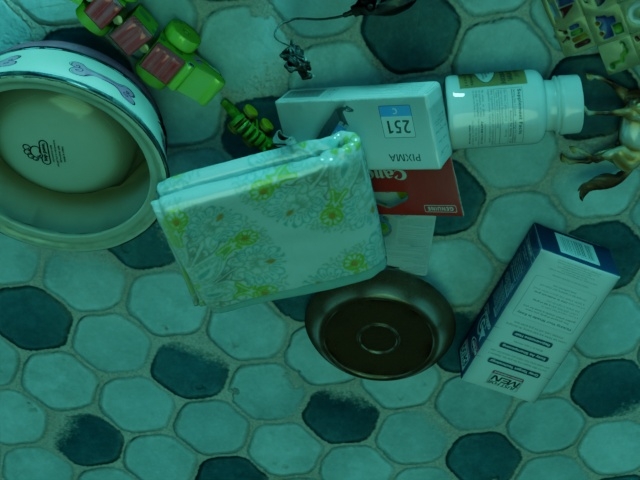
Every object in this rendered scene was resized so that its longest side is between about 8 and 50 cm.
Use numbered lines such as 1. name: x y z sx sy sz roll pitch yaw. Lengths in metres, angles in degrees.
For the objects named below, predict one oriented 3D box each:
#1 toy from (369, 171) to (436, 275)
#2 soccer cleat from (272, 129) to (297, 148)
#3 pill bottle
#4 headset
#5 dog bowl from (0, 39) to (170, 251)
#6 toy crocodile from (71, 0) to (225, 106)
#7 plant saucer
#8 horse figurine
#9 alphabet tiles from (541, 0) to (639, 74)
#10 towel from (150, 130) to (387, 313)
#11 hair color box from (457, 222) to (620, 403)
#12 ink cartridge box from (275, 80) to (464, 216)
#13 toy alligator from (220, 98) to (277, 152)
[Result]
1. toy: 0.149 -0.043 1.918 0.137 0.056 0.237 7 132 3
2. soccer cleat: -0.049 -0.165 1.781 0.083 0.029 0.035 34 136 15
3. pill bottle: 0.332 -0.229 1.750 0.229 0.131 0.131 -4 123 4
4. headset: 0.064 -0.437 1.594 0.243 0.185 0.394 34 106 -18
5. dog bowl: -0.455 -0.170 1.764 0.408 0.150 0.408 3 137 3
6. toy crocodile: -0.308 -0.350 1.710 0.115 0.105 0.340 -39 114 24
7. plant saucer: 0.119 0.187 2.052 0.311 0.050 0.310 4 130 5
8. horse figurine: 0.536 -0.192 1.806 0.174 0.066 0.263 7 123 -2
9. alphabet tiles: 0.527 -0.431 1.628 0.343 0.011 0.285 -17 113 28
10. towel: -0.082 -0.018 1.784 0.375 0.090 0.320 -15 139 1
11. hair color box: 0.425 0.149 2.006 0.174 0.105 0.347 19 121 -10
12. ink cartridge box: 0.088 -0.144 1.777 0.296 0.066 0.261 2 121 31
13. toy alligator: -0.110 -0.186 1.840 0.056 0.051 0.190 -39 114 24
